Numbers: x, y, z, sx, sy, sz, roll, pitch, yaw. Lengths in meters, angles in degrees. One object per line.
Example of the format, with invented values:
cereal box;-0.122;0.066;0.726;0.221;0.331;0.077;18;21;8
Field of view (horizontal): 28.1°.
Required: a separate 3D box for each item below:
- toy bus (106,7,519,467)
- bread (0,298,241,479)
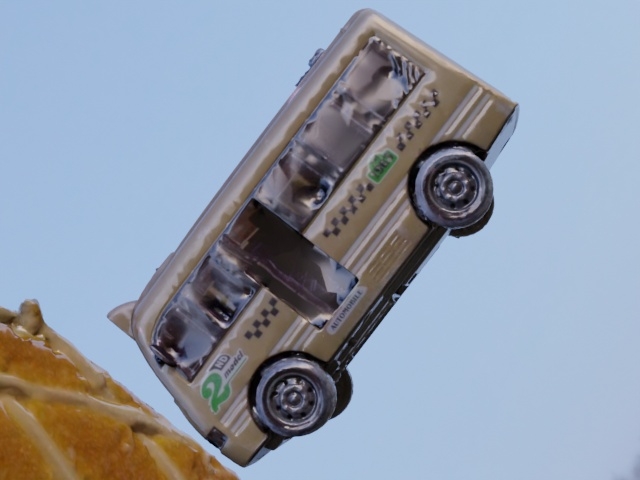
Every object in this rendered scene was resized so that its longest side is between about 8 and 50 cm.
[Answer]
toy bus;0.000;0.000;0.842;0.289;0.157;0.139;-53;-8;4
bread;-0.274;0.300;1.071;0.390;0.279;0.371;46;-144;-32
